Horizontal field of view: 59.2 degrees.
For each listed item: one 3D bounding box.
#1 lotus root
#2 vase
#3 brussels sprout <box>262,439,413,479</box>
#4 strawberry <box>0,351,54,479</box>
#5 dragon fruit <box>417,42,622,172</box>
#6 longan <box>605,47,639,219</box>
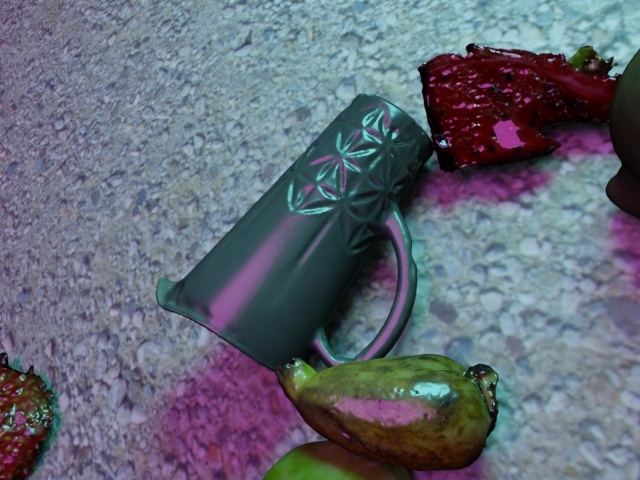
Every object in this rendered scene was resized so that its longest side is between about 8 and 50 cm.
[{"bbox_3d":[0.052,0.143,0.482,0.191,0.108,0.094,0,73,10],"label":"lotus root"},{"bbox_3d":[0.000,0.000,0.587,0.251,0.156,0.301,35,86,22],"label":"vase"},{"bbox_3d":[0.006,0.248,0.481,0.151,0.122,0.149,33,93,39],"label":"brussels sprout"},{"bbox_3d":[-0.538,0.271,0.830,0.306,0.138,0.233,-32,55,21],"label":"strawberry"},{"bbox_3d":[0.189,-0.134,0.525,0.192,0.092,0.122,8,61,29],"label":"dragon fruit"},{"bbox_3d":[0.295,-0.081,0.407,0.204,0.159,0.185,127,147,-53],"label":"longan"}]
